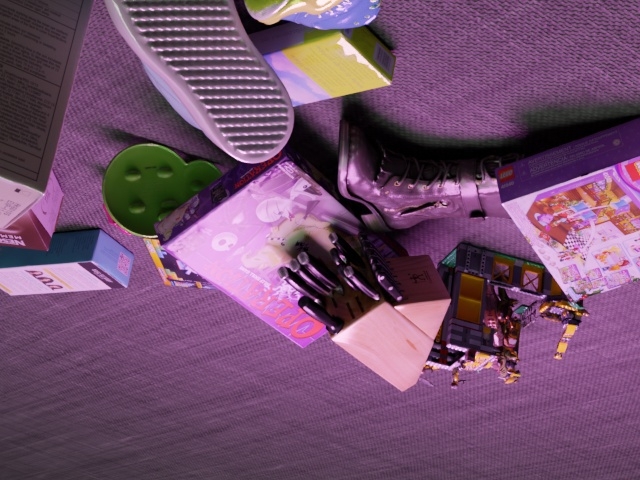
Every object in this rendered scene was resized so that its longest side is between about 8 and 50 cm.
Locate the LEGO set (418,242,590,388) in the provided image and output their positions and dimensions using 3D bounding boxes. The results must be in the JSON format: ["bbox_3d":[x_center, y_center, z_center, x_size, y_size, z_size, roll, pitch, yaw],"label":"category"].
[{"bbox_3d":[0.246,0.157,2.059,0.254,0.192,0.331,19,153,-20],"label":"LEGO set"}]

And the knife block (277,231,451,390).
[{"bbox_3d":[0.044,0.104,1.877,0.242,0.088,0.276,-5,138,-21],"label":"knife block"}]

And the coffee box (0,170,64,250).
[{"bbox_3d":[-0.462,-0.087,1.910,0.141,0.098,0.246,7,155,7],"label":"coffee box"}]

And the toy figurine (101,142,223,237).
[{"bbox_3d":[-0.237,-0.061,1.911,0.173,0.130,0.159,-8,176,-22],"label":"toy figurine"}]

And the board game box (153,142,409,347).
[{"bbox_3d":[-0.039,0.012,1.836,0.208,0.056,0.347,-32,140,17],"label":"board game box"}]

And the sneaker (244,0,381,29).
[{"bbox_3d":[0.039,-0.279,1.374,0.240,0.091,0.126,-15,164,41],"label":"sneaker"}]

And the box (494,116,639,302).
[{"bbox_3d":[0.365,-0.032,1.724,0.200,0.057,0.293,-19,146,18],"label":"box"}]

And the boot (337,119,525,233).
[{"bbox_3d":[0.150,-0.088,1.731,0.228,0.091,0.263,-5,155,17],"label":"boot"}]

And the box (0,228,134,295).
[{"bbox_3d":[-0.432,0.037,2.204,0.244,0.060,0.100,-5,152,28],"label":"box"}]

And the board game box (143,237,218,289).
[{"bbox_3d":[-0.186,0.022,2.101,0.141,0.048,0.170,6,155,10],"label":"board game box"}]

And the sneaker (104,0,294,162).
[{"bbox_3d":[-0.164,-0.237,1.452,0.150,0.135,0.366,31,155,47],"label":"sneaker"}]

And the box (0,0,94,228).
[{"bbox_3d":[-0.333,-0.188,1.402,0.148,0.311,0.121,23,151,-25],"label":"box"}]

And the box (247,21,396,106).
[{"bbox_3d":[-0.015,-0.205,1.568,0.178,0.042,0.109,-9,148,36],"label":"box"}]
